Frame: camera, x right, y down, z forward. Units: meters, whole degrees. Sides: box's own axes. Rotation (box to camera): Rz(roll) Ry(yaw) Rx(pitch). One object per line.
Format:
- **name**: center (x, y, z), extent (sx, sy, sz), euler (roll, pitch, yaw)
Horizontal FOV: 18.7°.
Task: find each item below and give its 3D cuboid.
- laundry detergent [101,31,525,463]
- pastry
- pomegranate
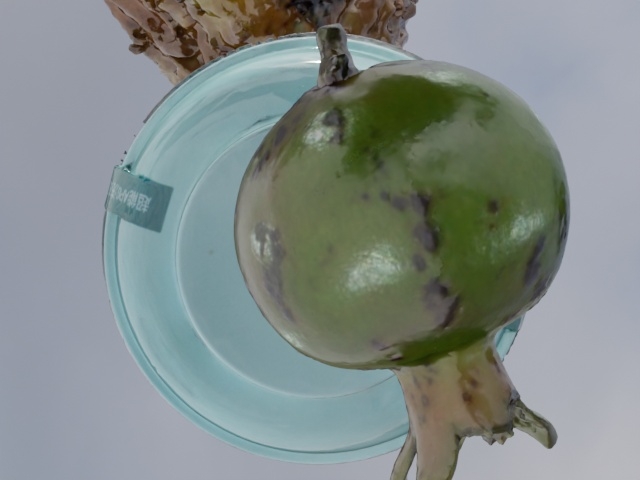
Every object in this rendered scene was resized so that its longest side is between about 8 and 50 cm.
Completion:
- **laundry detergent**: center (0.000, 0.000, 1.358), extent (0.305, 0.287, 0.287), euler (-73, 142, -86)
- **pastry**: center (-0.049, -0.278, 1.764), extent (0.405, 0.292, 0.337), euler (1, 73, -65)
- **pomegranate**: center (0.043, 0.016, 0.907), extent (0.156, 0.156, 0.220), euler (37, -36, 54)
